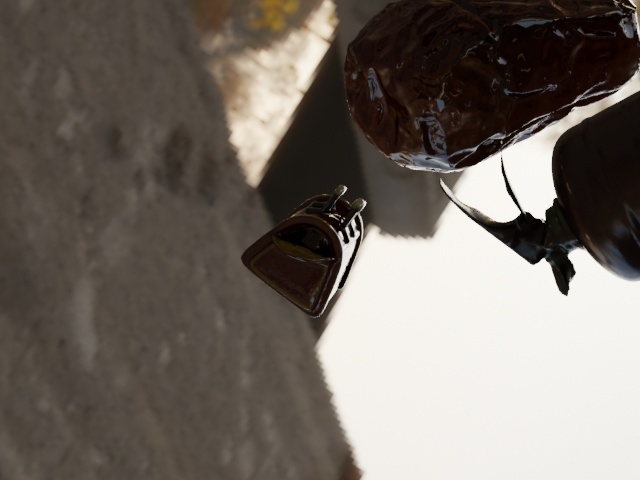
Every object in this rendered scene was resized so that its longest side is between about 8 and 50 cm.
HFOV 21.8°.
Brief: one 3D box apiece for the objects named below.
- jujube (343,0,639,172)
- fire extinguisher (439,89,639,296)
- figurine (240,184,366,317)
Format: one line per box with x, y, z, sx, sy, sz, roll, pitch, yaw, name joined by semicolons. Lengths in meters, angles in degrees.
0.199;-0.196;1.872;0.342;0.216;0.216;-19;178;-17;jujube
0.252;-0.069;1.059;0.337;0.135;0.114;-30;-164;16;fire extinguisher
-0.001;0.000;1.411;0.098;0.082;0.154;-51;178;13;figurine
